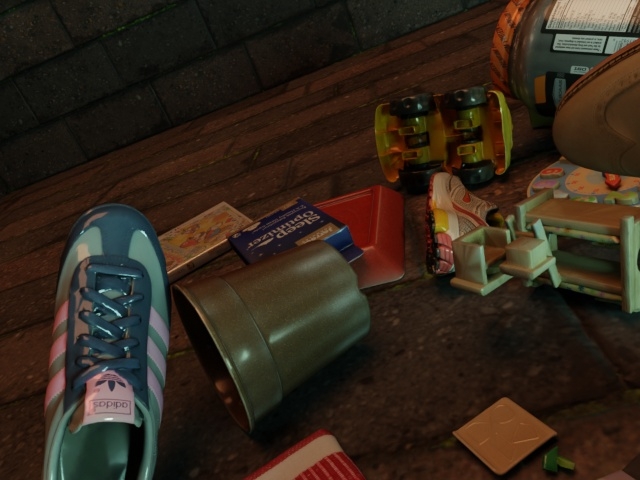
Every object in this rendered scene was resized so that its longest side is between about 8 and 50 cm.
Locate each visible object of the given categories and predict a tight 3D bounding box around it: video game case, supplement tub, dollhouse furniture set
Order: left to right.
[{"bbox_3d":[-0.250,-0.002,1.049,0.206,0.026,0.227,-31,26,-15],"label":"video game case"},{"bbox_3d":[0.236,0.034,0.449,0.160,0.101,0.181,-25,23,-29],"label":"dollhouse furniture set"},{"bbox_3d":[0.413,-0.254,0.710,0.316,0.194,0.193,23,50,40],"label":"supplement tub"}]

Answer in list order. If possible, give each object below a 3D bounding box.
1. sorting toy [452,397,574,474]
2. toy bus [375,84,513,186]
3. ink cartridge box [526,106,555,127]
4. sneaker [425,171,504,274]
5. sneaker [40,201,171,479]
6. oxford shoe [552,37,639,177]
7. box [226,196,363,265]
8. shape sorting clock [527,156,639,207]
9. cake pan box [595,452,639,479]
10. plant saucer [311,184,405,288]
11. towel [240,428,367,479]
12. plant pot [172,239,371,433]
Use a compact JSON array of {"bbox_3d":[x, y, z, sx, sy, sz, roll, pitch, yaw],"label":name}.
[{"bbox_3d":[0.151,0.159,0.403,0.062,0.012,0.083,-25,21,-15],"label":"sorting toy"},{"bbox_3d":[0.236,-0.187,0.888,0.220,0.150,0.211,3,20,40],"label":"toy bus"},{"bbox_3d":[0.471,-0.247,0.870,0.209,0.062,0.109,6,37,46],"label":"ink cartridge box"},{"bbox_3d":[0.183,-0.022,0.673,0.092,0.088,0.225,3,30,7],"label":"sneaker"},{"bbox_3d":[-0.182,0.110,0.462,0.112,0.319,0.131,2,-13,-25],"label":"sneaker"},{"bbox_3d":[0.311,-0.084,0.377,0.146,0.140,0.397,-42,17,-13],"label":"oxford shoe"},{"bbox_3d":[-0.044,0.003,0.742,0.136,0.037,0.225,-30,27,-13],"label":"box"},{"bbox_3d":[0.371,-0.086,0.663,0.206,0.040,0.206,-19,25,9],"label":"shape sorting clock"},{"bbox_3d":[0.243,0.139,0.194,0.245,0.070,0.267,-23,-1,0],"label":"cake pan box"},{"bbox_3d":[0.000,0.000,0.807,0.258,0.048,0.259,-15,26,17],"label":"plant saucer"},{"bbox_3d":[-0.031,0.272,0.310,0.237,0.037,0.329,-28,25,-12],"label":"towel"},{"bbox_3d":[-0.047,0.087,0.558,0.165,0.167,0.167,-27,24,-25],"label":"plant pot"}]
